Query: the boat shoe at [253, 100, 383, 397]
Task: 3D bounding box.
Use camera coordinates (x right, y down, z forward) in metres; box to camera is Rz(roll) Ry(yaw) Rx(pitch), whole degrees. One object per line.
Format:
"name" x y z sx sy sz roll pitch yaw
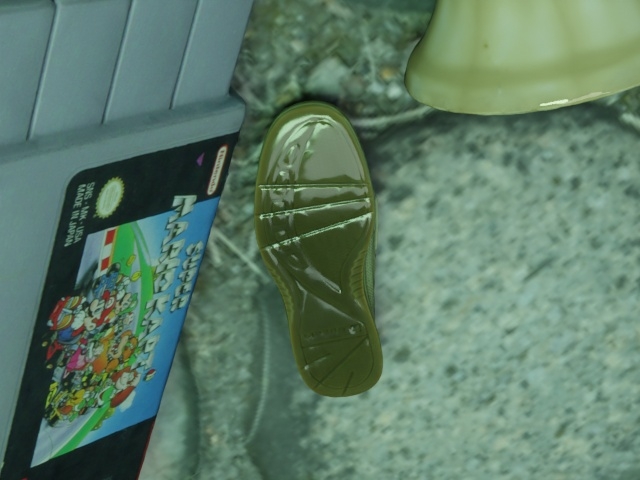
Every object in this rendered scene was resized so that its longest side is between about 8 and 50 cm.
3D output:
"boat shoe" 0.002 0.000 0.713 0.056 0.048 0.153 -10 121 5

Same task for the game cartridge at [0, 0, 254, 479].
"game cartridge" -0.149 0.054 0.619 0.230 0.068 0.355 -15 133 -45

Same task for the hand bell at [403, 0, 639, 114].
"hand bell" 0.067 -0.182 0.581 0.126 0.126 0.242 -18 114 -4
